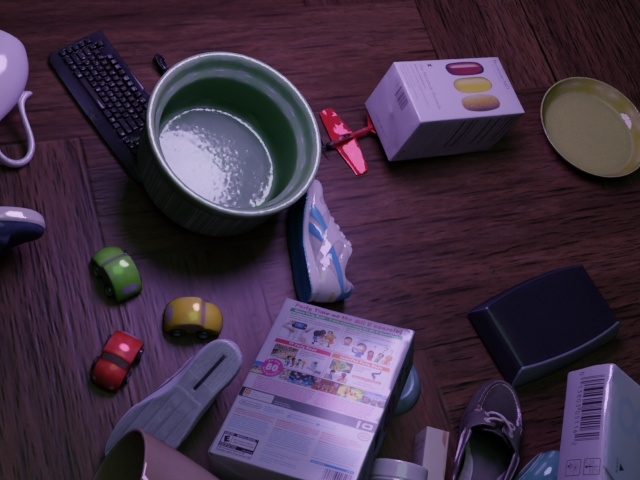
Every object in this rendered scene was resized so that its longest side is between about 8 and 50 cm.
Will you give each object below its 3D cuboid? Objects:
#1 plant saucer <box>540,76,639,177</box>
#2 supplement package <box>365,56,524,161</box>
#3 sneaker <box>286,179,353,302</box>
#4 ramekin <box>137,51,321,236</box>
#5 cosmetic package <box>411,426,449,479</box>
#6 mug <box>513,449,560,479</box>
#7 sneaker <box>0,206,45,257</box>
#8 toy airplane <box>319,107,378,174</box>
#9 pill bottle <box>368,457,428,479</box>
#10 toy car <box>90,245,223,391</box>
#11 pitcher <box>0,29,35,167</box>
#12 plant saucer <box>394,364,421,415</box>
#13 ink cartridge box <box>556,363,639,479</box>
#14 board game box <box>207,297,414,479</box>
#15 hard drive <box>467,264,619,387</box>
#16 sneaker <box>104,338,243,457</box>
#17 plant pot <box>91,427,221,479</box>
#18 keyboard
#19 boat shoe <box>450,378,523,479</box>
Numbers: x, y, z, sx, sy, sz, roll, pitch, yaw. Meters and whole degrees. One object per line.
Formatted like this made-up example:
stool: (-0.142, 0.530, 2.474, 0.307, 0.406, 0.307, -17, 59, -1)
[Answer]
plant saucer: (0.553, -0.225, 2.032, 0.240, 0.037, 0.241, 7, 61, -14)
supplement package: (0.234, -0.250, 1.877, 0.244, 0.134, 0.139, -9, 66, -29)
sneaker: (0.000, 0.000, 1.729, 0.092, 0.087, 0.229, 3, 69, -23)
ramekin: (-0.165, -0.153, 1.694, 0.303, 0.148, 0.303, 10, 65, -21)
cosmetic package: (0.173, 0.363, 1.596, 0.041, 0.060, 0.115, 16, 61, -9)
mug: (0.366, 0.402, 1.605, 0.097, 0.158, 0.129, 43, 84, 11)
sneaker: (-0.579, 0.056, 1.507, 0.350, 0.131, 0.148, -18, 76, -18)
toy airplane: (0.067, -0.197, 1.879, 0.151, 0.028, 0.151, 7, 63, -14)
pill bottle: (0.101, 0.444, 1.480, 0.124, 0.124, 0.222, 15, 68, -8)
toy car: (-0.297, 0.097, 1.600, 0.239, 0.053, 0.225, -27, 74, -27)
pitcher: (-0.547, -0.237, 1.677, 0.177, 0.125, 0.207, 24, 68, -27)
plant saucer: (0.115, 0.233, 1.670, 0.119, 0.021, 0.119, 7, 61, -13)
ink cartridge box: (0.508, 0.414, 1.552, 0.385, 0.091, 0.308, 36, 53, -31)
board game box: (-0.005, 0.250, 1.519, 0.224, 0.097, 0.303, 14, 50, 17)
hard drive: (0.408, 0.143, 1.784, 0.254, 0.054, 0.172, -20, 71, -25)
sneaker: (-0.217, 0.256, 1.525, 0.258, 0.091, 0.094, -41, 84, -9)
plant pot: (-0.182, 0.428, 1.372, 0.274, 0.256, 0.257, 28, 57, -21)
keyboard: (-0.324, -0.256, 1.793, 0.201, 0.033, 0.317, -31, 76, -28)
boat shoe: (0.267, 0.362, 1.603, 0.112, 0.095, 0.335, 27, 59, -1)
